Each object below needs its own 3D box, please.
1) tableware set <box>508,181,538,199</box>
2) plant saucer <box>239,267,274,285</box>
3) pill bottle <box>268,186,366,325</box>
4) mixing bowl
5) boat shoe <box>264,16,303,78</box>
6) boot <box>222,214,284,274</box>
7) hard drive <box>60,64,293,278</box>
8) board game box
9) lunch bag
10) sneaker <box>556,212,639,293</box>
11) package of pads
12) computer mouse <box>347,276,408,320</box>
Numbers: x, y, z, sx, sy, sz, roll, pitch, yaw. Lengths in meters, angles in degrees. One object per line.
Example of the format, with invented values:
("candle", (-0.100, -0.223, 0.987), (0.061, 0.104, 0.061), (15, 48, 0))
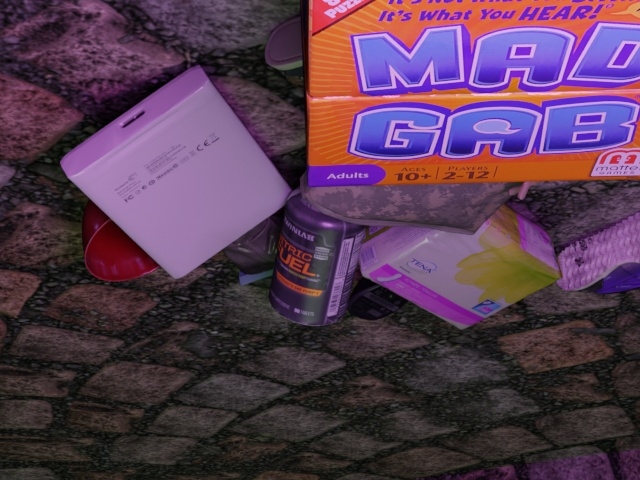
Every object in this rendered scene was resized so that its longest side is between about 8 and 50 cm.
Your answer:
("tableware set", (0.332, -0.128, 1.725), (0.194, 0.039, 0.128), (-26, 141, -7))
("plant saucer", (-0.055, 0.022, 2.242), (0.192, 0.067, 0.018), (-18, 132, 21))
("pill bottle", (0.000, 0.000, 2.058), (0.131, 0.130, 0.245), (4, 121, -13))
("mixing bowl", (-0.298, -0.032, 2.050), (0.181, 0.098, 0.181), (-24, 146, -17))
("boat shoe", (0.043, -0.238, 1.651), (0.255, 0.095, 0.079), (-6, 159, 41))
("boot", (-0.078, -0.021, 2.154), (0.247, 0.083, 0.161), (-17, 145, 24))
("hard drive", (-0.196, -0.089, 1.928), (0.233, 0.047, 0.353), (-35, 149, 1))
("board game box", (0.157, -0.291, 1.290), (0.356, 0.356, 0.356), (-2, 154, -2))
("lunch bag", (0.132, -0.129, 1.840), (0.287, 0.168, 0.235), (4, 152, -23))
("sneaker", (0.560, 0.024, 2.284), (0.146, 0.102, 0.293), (17, 153, -42))
("package of pads", (0.235, 0.024, 2.194), (0.229, 0.101, 0.297), (-32, 139, 31))
("computer mouse", (0.179, 0.069, 2.382), (0.184, 0.060, 0.262), (23, 133, -34))
